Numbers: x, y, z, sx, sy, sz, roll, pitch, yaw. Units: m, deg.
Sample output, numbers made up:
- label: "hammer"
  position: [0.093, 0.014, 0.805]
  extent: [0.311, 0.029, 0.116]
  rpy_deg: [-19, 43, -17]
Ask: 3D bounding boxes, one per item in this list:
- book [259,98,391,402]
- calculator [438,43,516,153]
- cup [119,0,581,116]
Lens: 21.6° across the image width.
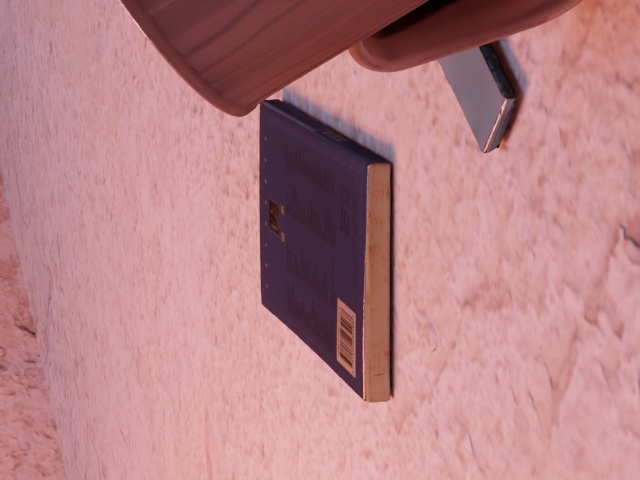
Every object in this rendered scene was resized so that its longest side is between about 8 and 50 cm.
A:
- label: "book"
  position: [0.000, 0.000, 1.375]
  extent: [0.269, 0.025, 0.191]
  rpy_deg: [-143, 51, -66]
- label: "calculator"
  position: [0.086, -0.133, 1.080]
  extent: [0.057, 0.018, 0.172]
  rpy_deg: [104, 153, -48]
- label: "cup"
  position: [0.028, -0.187, 0.802]
  extent: [0.288, 0.273, 0.208]
  rpy_deg: [56, -167, -22]
